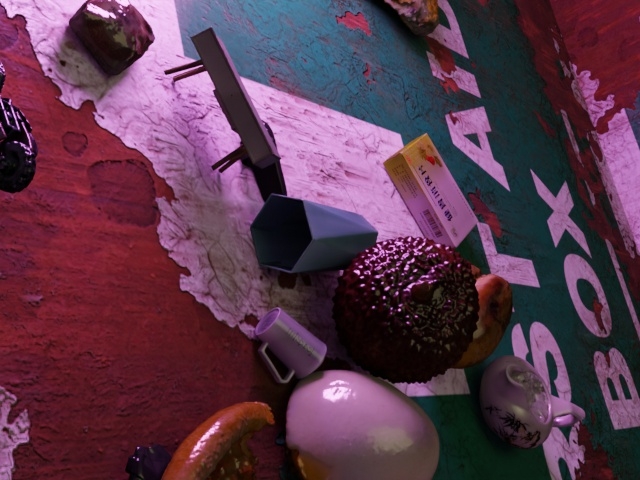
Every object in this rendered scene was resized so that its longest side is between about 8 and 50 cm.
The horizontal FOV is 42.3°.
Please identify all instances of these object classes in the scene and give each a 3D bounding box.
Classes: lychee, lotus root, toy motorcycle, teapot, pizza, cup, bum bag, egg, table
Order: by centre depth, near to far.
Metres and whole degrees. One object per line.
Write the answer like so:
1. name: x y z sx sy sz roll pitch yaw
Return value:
1. bum bag: -0.235 0.358 1.076 0.087 0.049 0.197 59 28 -47
2. toy motorcycle: -0.442 -0.139 1.090 0.213 0.122 0.082 65 10 24
3. pizza: -0.144 0.341 1.138 0.365 0.074 0.182 -39 119 -65
4. egg: 0.081 0.325 1.384 0.286 0.174 0.264 38 39 -26
5. cup: -0.058 0.184 1.395 0.116 0.074 0.104 44 64 -19
6. table: -0.175 -0.229 1.444 0.240 0.111 0.121 63 3 1
7. lychee: 0.156 0.128 1.502 0.276 0.304 0.275 3 72 -9
8. cup: 0.000 0.000 1.532 0.236 0.148 0.134 11 34 -52
9. lotus root: 0.297 0.158 1.759 0.193 0.193 0.291 55 40 -12
10. teapot: 0.465 0.362 1.862 0.300 0.166 0.208 22 40 -30

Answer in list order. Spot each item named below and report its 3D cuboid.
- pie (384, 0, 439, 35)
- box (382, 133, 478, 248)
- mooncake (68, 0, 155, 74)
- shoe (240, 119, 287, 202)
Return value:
1. pie: 0.206 -0.777 2.246 0.418 0.180 0.395 42 45 -47
2. box: 0.268 -0.113 1.987 0.260 0.062 0.175 60 36 -6
3. mooncake: -0.340 -0.347 1.367 0.125 0.073 0.130 47 40 -24
4. shoe: -0.113 -0.146 1.529 0.049 0.071 0.179 -10 81 -50
